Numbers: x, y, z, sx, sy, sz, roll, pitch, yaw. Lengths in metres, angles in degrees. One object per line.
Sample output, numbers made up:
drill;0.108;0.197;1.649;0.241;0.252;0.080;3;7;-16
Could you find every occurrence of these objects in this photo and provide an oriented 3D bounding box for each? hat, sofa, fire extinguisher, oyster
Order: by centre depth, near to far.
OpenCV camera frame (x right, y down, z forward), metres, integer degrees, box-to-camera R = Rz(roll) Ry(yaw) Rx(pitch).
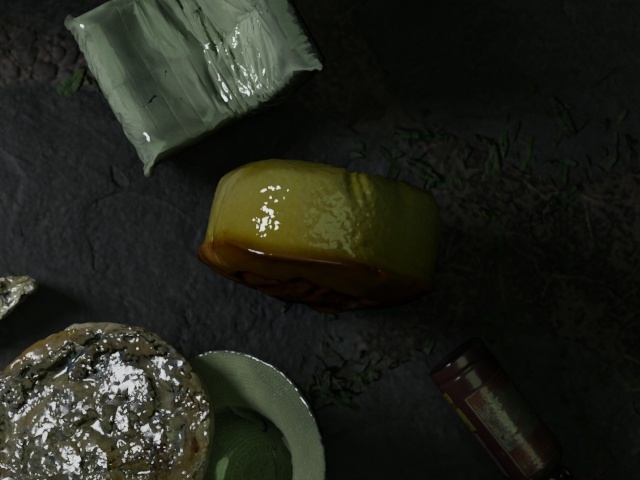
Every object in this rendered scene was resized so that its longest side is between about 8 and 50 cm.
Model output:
hat;-0.086;0.253;1.885;0.257;0.130;0.257;-5;77;23
oyster;-0.415;0.079;1.906;0.199;0.061;0.106;8;101;-6
sofa;-0.138;-0.213;1.907;0.225;0.176;0.210;-27;90;-11
fire extinguisher;0.233;0.226;1.966;0.075;0.106;0.252;-38;91;-30

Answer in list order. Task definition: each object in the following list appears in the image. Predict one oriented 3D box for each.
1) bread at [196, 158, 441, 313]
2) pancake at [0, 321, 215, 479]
bread;0.000;0.000;1.874;0.269;0.270;0.148;10;82;-9
pancake;-0.242;0.211;1.860;0.282;0.049;0.283;-4;76;18
